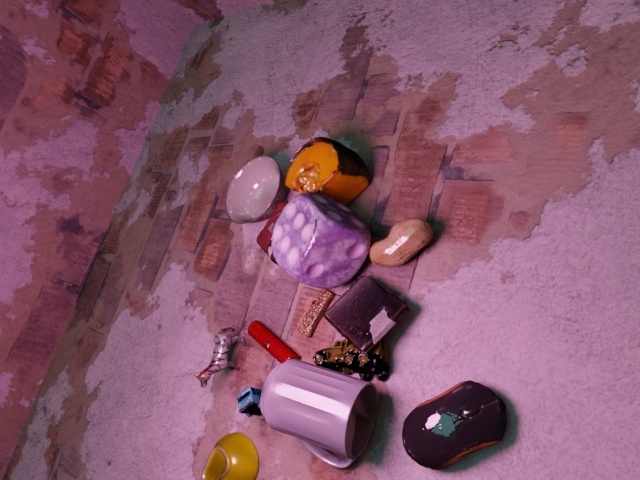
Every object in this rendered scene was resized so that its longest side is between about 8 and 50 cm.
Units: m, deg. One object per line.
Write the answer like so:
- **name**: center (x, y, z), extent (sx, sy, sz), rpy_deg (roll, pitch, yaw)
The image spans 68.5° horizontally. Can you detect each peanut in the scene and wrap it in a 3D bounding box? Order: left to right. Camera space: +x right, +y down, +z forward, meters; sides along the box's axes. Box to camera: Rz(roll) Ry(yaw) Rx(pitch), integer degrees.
- **peanut**: center (0.279, 0.012, 1.652), extent (0.253, 0.122, 0.137), rpy_deg (-42, 38, 20)

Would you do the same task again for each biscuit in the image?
- **biscuit**: center (-0.018, 0.278, 1.809), extent (0.064, 0.034, 0.199), rpy_deg (29, 88, 43)

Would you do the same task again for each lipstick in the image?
- **lipstick**: center (-0.192, 0.410, 1.859), extent (0.280, 0.073, 0.073), rpy_deg (28, 88, 43)

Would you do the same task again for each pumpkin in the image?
- **pumpkin**: center (0.027, -0.274, 1.906), extent (0.303, 0.225, 0.256), rpy_deg (24, 88, 41)

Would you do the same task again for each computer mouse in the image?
- **computer mouse**: center (0.371, 0.529, 1.340), extent (0.323, 0.116, 0.182), rpy_deg (-37, 56, 17)

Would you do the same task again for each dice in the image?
- **dice**: center (0.000, 0.000, 1.733), extent (0.270, 0.271, 0.270), rpy_deg (-59, 40, 19)

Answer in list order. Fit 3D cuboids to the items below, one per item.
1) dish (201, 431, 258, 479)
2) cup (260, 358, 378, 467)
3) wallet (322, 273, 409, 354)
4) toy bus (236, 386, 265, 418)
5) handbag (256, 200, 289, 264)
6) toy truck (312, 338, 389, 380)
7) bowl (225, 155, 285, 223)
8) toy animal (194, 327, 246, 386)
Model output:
- **dish**: center (-0.363, 0.855, 1.757), extent (0.221, 0.108, 0.262), rpy_deg (31, 90, 43)
- **cup**: center (-0.005, 0.570, 1.531), extent (0.327, 0.237, 0.322), rpy_deg (7, 109, 30)
- **wallet**: center (0.147, 0.243, 1.608), extent (0.221, 0.071, 0.262), rpy_deg (-41, 36, -10)
- **toy bus**: center (-0.231, 0.598, 1.739), extent (0.079, 0.160, 0.091), rpy_deg (-41, 48, 16)
- **handbag**: center (-0.136, -0.025, 1.948), extent (0.254, 0.181, 0.181), rpy_deg (-54, 46, 8)
- **toy truck**: center (0.105, 0.399, 1.605), extent (0.257, 0.127, 0.127), rpy_deg (-14, 47, 33)
- **bowl**: center (-0.265, -0.204, 2.145), extent (0.337, 0.158, 0.336), rpy_deg (-17, 60, 32)
- **toy animal**: center (-0.395, 0.487, 1.919), extent (0.090, 0.170, 0.255), rpy_deg (-6, 48, 30)
